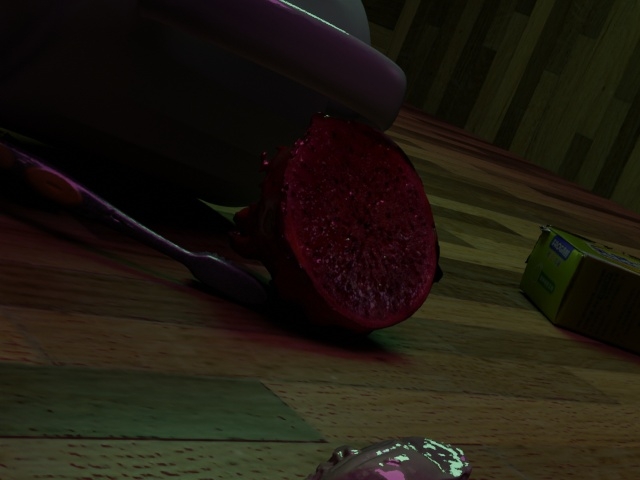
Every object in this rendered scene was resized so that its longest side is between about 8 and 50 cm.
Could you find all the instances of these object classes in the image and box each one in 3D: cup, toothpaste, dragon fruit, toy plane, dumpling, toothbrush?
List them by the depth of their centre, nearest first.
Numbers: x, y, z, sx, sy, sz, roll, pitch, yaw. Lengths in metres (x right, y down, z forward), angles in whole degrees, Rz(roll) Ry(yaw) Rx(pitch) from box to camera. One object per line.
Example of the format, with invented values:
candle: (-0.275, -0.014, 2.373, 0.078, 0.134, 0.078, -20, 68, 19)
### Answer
dumpling: (0.016, 0.099, 0.425, 0.057, 0.076, 0.052, 35, -7, 32)
toothbrush: (-0.173, -0.040, 0.680, 0.321, 0.023, 0.031, 30, 2, -11)
toy plane: (-0.203, -0.049, 0.745, 0.120, 0.031, 0.049, 29, 8, 20)
dragon fruit: (0.000, 0.000, 0.754, 0.153, 0.153, 0.111, 13, -19, -40)
cup: (-0.112, -0.160, 0.782, 0.322, 0.237, 0.327, 21, -1, 35)
toothpaste: (0.369, 0.082, 1.107, 0.327, 0.077, 0.110, 19, 14, -14)
